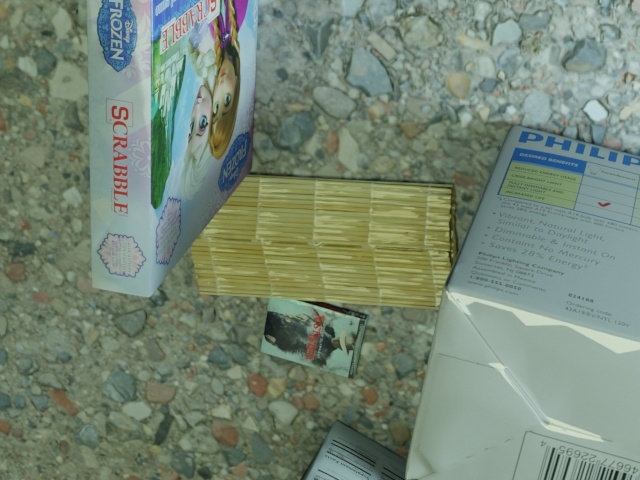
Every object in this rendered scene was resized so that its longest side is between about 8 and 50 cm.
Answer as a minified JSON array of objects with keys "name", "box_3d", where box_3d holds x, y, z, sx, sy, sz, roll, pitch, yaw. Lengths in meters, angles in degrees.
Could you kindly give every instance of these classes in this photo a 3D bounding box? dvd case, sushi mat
[{"name":"dvd case","box_3d":[-0.009,0.111,1.624,0.119,0.013,0.087,16,119,9]},{"name":"sushi mat","box_3d":[0.000,0.000,1.560,0.317,0.019,0.151,4,114,16]}]

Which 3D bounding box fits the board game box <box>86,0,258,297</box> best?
[{"name":"board game box","box_3d":[-0.138,-0.156,1.359,0.066,0.318,0.318,10,119,12]}]

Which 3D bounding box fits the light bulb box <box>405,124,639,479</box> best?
[{"name":"light bulb box","box_3d":[0.301,0.093,1.318,0.358,0.361,0.225,16,120,10]}]

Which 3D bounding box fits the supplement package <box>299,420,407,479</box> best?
[{"name":"supplement package","box_3d":[0.014,0.369,1.634,0.149,0.203,0.194,29,121,2]}]
